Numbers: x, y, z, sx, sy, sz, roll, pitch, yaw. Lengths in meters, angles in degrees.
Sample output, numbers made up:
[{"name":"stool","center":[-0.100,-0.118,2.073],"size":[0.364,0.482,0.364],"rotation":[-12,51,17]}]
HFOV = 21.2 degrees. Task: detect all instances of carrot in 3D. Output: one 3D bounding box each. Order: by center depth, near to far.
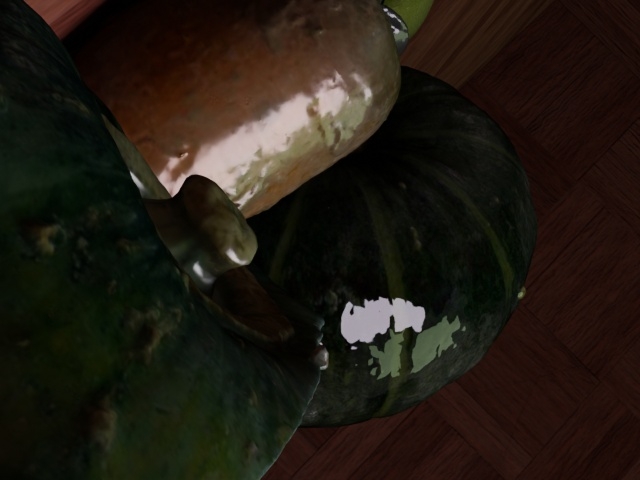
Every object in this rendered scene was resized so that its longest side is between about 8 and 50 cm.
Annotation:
[{"name":"carrot","center":[-0.096,-0.045,0.891],"size":[0.302,0.138,0.139],"rotation":[-37,175,-16]}]

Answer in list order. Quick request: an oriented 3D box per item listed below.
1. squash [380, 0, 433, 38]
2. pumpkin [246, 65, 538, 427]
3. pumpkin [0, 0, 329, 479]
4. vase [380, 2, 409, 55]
[{"name":"squash","center":[0.043,-0.190,1.169],"size":[0.094,0.094,0.341],"rotation":[-44,176,-9]},{"name":"pumpkin","center":[0.000,0.000,1.196],"size":[0.300,0.300,0.207],"rotation":[-42,154,-43]},{"name":"pumpkin","center":[-0.159,0.032,0.461],"size":[0.263,0.197,0.293],"rotation":[-35,-174,7]},{"name":"vase","center":[-0.067,-0.086,1.063],"size":[0.237,0.115,0.115],"rotation":[-40,176,-17]}]
